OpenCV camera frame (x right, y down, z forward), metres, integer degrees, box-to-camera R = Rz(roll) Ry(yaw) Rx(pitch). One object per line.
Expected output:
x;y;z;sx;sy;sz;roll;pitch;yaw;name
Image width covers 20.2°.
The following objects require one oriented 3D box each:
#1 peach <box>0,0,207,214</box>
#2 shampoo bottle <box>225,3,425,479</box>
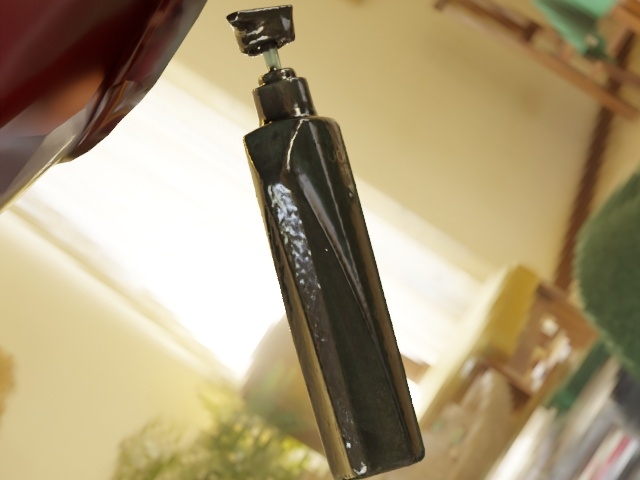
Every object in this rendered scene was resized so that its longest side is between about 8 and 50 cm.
-0.162;-0.139;0.425;0.335;0.310;0.406;-49;16;19;peach
0.000;0.000;0.518;0.027;0.137;0.048;-17;-6;18;shampoo bottle
